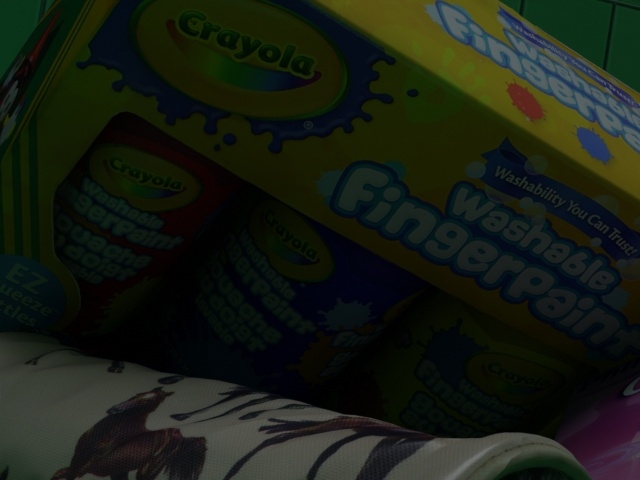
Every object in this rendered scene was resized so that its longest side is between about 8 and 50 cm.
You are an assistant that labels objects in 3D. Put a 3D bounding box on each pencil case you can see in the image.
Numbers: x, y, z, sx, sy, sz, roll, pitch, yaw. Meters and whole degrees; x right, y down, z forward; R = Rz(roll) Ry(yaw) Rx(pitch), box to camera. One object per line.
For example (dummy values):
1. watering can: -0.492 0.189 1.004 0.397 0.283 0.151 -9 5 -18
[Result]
1. pencil case: -0.050 0.145 0.749 0.410 0.159 0.184 7 17 43

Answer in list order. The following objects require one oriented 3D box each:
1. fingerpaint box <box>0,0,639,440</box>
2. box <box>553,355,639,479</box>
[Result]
1. fingerpaint box: 0.000 0.000 0.962 0.445 0.371 0.163 29 34 -23
2. box: 0.242 0.130 0.798 0.214 0.117 0.243 -29 5 24
